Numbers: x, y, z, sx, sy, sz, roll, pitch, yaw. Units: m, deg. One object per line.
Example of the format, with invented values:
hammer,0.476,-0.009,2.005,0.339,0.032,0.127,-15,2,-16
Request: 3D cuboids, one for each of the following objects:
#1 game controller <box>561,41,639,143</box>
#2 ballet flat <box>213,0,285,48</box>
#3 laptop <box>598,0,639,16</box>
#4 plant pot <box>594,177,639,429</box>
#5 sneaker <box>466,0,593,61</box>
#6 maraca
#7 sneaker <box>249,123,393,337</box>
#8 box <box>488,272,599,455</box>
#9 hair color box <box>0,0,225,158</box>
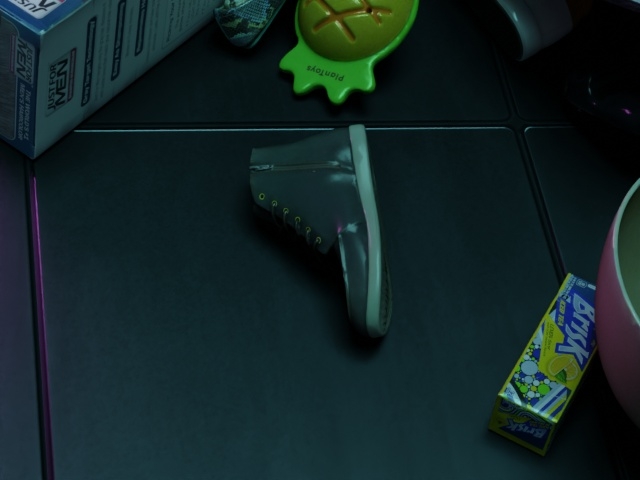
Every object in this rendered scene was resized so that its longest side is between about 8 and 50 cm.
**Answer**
game controller,0.413,-0.175,1.918,0.319,0.067,0.166,-21,43,-25
ballet flat,-0.044,-0.286,1.892,0.070,0.070,0.188,31,77,16
laptop,0.380,-0.380,1.896,0.382,0.236,0.408,-7,25,-38
plant pot,0.357,0.087,1.601,0.284,0.191,0.284,8,54,-11
sneaker,0.190,-0.328,1.988,0.123,0.106,0.290,-28,69,-11
maraca,0.030,-0.223,1.884,0.127,0.099,0.186,15,69,22
sneaker,0.000,0.000,1.708,0.118,0.083,0.222,-10,57,5
box,0.213,0.110,1.654,0.059,0.054,0.169,26,50,12
hair color box,-0.201,-0.251,1.809,0.105,0.174,0.347,33,51,17
